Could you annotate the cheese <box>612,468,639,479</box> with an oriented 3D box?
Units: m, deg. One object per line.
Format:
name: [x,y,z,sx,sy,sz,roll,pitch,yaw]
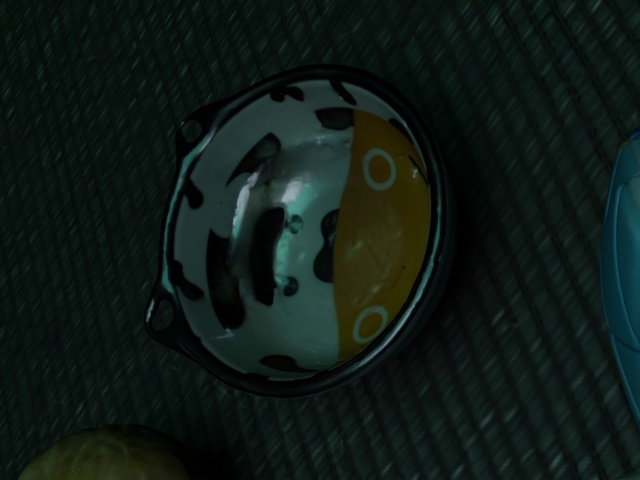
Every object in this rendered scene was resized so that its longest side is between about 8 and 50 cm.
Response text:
cheese: [0.254,0.199,0.529,0.189,0.198,0.154,-36,31,19]

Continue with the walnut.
walnut: [-0.169,0.253,0.789,0.213,0.213,0.213,-9,73,32]

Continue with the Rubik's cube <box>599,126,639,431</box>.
Rubik's cube: [0.229,-0.001,0.588,0.254,0.254,0.255,-9,73,32]

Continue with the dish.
dish: [0.000,0.000,0.794,0.303,0.120,0.303,-9,73,32]
